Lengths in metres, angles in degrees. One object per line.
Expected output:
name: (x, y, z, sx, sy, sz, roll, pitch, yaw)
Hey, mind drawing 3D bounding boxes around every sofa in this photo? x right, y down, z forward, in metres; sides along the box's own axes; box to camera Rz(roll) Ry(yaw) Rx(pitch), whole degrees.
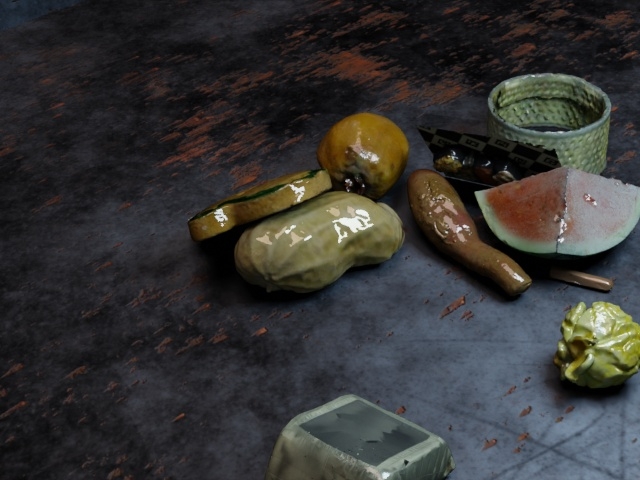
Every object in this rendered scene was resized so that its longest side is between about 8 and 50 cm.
sofa: (0.054, 0.356, 1.358, 0.210, 0.176, 0.225, 20, 17, 30)

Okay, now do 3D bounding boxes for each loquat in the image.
loquat: (0.092, -0.179, 1.960, 0.187, 0.176, 0.234, -7, 32, 27)

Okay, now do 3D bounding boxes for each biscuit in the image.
biscuit: (-0.143, -0.069, 1.793, 0.287, 0.057, 0.344, -25, 7, -35)

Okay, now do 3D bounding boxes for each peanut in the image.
peanut: (-0.003, -0.004, 1.757, 0.340, 0.158, 0.174, -26, 40, -23)

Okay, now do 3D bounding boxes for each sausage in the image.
sausage: (0.482, 0.070, 1.698, 0.116, 0.026, 0.026, 15, 43, 24)

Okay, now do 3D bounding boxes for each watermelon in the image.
watermelon: (0.446, -0.051, 1.752, 0.260, 0.176, 0.256, -15, 10, 46)

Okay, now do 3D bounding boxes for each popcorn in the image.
popcorn: (0.454, 0.171, 1.489, 0.136, 0.141, 0.162, 15, 4, 29)

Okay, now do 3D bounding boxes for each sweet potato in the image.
sweet potato: (0.263, -0.017, 1.782, 0.109, 0.109, 0.385, -19, 47, -15)

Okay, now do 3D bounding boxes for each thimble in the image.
thimble: (0.488, -0.235, 1.981, 0.271, 0.150, 0.270, -4, 38, 3)

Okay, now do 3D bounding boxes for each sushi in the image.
sushi: (0.345, -0.132, 1.838, 0.290, 0.264, 0.050, 14, 75, 27)
